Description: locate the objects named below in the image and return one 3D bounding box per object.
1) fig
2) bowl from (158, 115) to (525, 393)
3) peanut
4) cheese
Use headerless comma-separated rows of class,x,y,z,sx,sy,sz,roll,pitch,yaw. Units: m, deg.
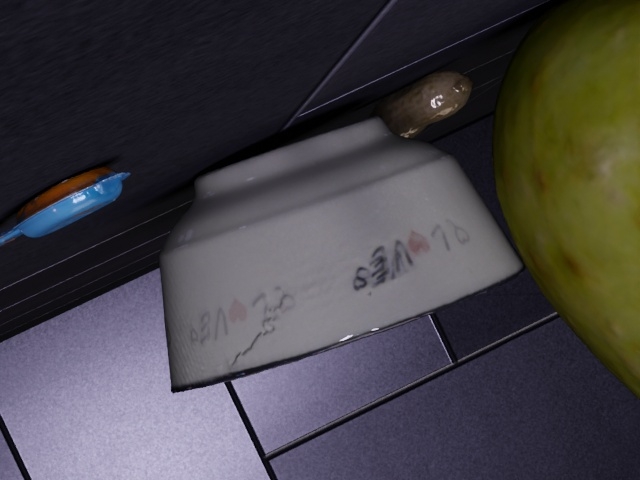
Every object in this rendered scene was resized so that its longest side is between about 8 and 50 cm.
fig,0.241,-0.015,1.052,0.258,0.326,0.258,-17,-161,6
bowl,0.000,0.000,1.087,0.238,0.126,0.238,-18,-178,1
peanut,0.067,-0.089,1.173,0.083,0.037,0.037,-23,-179,27
cheese,-0.125,-0.010,0.768,0.111,0.017,0.047,-25,177,37
